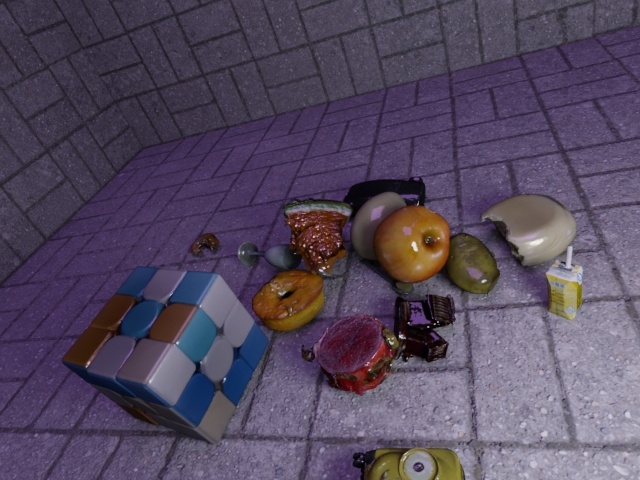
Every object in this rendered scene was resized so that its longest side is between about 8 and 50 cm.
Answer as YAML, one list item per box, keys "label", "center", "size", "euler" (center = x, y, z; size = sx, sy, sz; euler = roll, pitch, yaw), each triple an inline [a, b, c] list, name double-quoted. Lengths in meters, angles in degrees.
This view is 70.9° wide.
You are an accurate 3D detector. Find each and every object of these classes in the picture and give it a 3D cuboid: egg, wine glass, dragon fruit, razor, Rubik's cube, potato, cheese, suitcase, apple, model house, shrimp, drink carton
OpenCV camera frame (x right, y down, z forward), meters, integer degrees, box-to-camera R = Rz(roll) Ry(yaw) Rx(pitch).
- label: "egg"
  center: [0.209, -0.052, 1.574]
  size: [0.189, 0.189, 0.253]
  euler: [25, 85, 47]
- label: "wine glass"
  center: [-0.142, 0.006, 1.744]
  size: [0.310, 0.096, 0.264]
  euler: [2, 37, 50]
- label: "dragon fruit"
  center: [0.095, 0.309, 1.207]
  size: [0.282, 0.147, 0.211]
  euler: [-19, 35, 29]
- label: "razor"
  center: [0.257, -0.174, 1.814]
  size: [0.327, 0.107, 0.189]
  euler: [-1, 40, 27]
- label: "Rubik's cube"
  center: [-0.413, 0.311, 1.274]
  size: [0.345, 0.346, 0.346]
  euler: [2, 48, 31]
- label: "potato"
  center: [0.454, 0.073, 1.365]
  size: [0.150, 0.113, 0.251]
  euler: [-13, 43, -1]
- label: "cheese"
  center: [0.640, -0.040, 1.400]
  size: [0.233, 0.127, 0.266]
  euler: [-20, 33, 3]
- label: "suitcase"
  center: [0.176, 0.513, 0.878]
  size: [0.235, 0.143, 0.193]
  euler: [-9, 36, 17]
- label: "apple"
  center: [0.288, 0.009, 1.374]
  size: [0.242, 0.242, 0.241]
  euler: [-30, 4, -12]
- label: "model house"
  center: [0.285, 0.241, 1.240]
  size: [0.164, 0.141, 0.203]
  euler: [7, 60, 6]
- label: "shrimp"
  center: [-0.524, 0.024, 2.037]
  size: [0.132, 0.051, 0.187]
  euler: [-48, 33, -16]
- label: "drink carton"
  center: [0.621, 0.107, 1.141]
  size: [0.074, 0.200, 0.084]
  euler: [-40, 37, -22]

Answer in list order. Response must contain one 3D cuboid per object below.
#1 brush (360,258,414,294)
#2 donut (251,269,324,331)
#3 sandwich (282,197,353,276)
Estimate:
- label: "brush"
  center: [0.215, 0.111, 1.512]
  size: [0.062, 0.027, 0.266]
  euler: [-20, 31, -24]
- label: "donut"
  center: [-0.102, 0.192, 1.500]
  size: [0.254, 0.118, 0.253]
  euler: [-16, 34, 11]
- label: "sandwich"
  center: [0.000, 0.000, 1.563]
  size: [0.251, 0.162, 0.301]
  euler: [-5, 53, 0]
